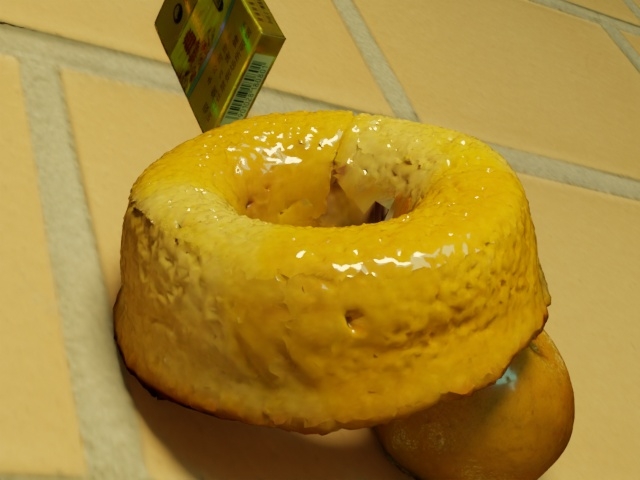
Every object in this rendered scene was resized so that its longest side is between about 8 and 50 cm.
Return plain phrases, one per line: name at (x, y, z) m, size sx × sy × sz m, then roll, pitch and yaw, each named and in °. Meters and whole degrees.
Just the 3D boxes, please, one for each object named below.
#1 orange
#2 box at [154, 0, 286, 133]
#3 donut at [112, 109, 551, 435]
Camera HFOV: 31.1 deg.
orange at (0.104, 0.109, 0.817) m, size 0.155 × 0.134 × 0.154 m, roll 42°, pitch 28°, yaw -28°
box at (-0.097, -0.195, 1.062) m, size 0.030 × 0.121 × 0.193 m, roll 6°, pitch 39°, yaw -34°
donut at (0.000, 0.000, 0.767) m, size 0.303 × 0.110 × 0.303 m, roll -4°, pitch 29°, yaw 2°
